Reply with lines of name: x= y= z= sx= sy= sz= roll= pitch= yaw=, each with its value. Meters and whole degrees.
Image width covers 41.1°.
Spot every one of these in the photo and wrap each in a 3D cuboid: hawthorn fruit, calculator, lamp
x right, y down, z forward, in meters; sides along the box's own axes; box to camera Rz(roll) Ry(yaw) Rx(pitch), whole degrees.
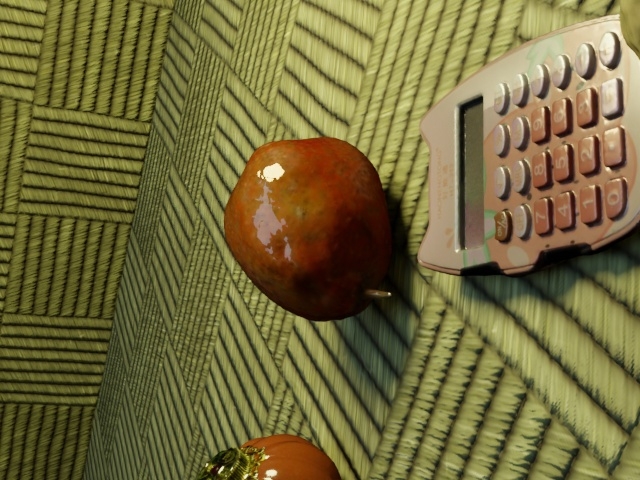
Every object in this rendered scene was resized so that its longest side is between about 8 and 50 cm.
hawthorn fruit: x=0.000 y=0.000 z=1.047 sx=0.262 sy=0.211 sz=0.210 roll=57 pitch=137 yaw=39
calculator: x=0.198 y=-0.076 z=0.793 sx=0.330 sy=0.048 sz=0.220 roll=-18 pitch=66 yaw=62
lamp: x=-0.071 y=0.356 z=1.105 sx=0.223 sy=0.196 sz=0.223 roll=-36 pitch=20 yaw=16

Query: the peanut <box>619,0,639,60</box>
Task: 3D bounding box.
peanut: x=0.282 y=-0.239 z=0.529 sx=0.159 sy=0.143 sz=0.291 roll=-56 pitch=-18 yaw=-60
